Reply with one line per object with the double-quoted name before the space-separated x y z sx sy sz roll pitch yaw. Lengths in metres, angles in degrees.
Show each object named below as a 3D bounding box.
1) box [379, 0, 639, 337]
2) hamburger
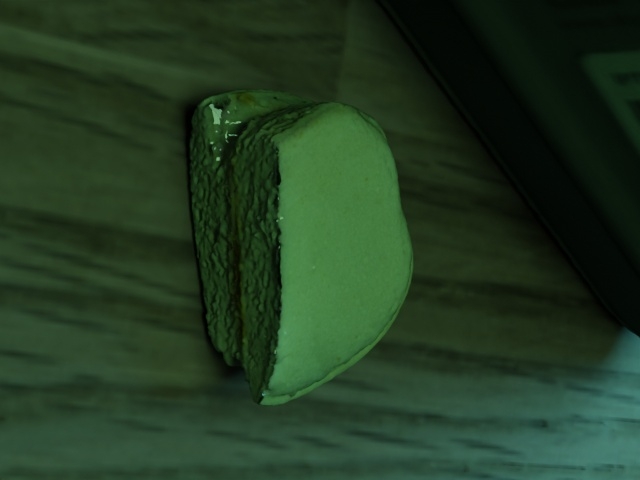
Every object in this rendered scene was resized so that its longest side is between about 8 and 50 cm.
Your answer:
"box" 0.205 -0.080 0.549 0.396 0.396 0.111 48 61 -32
"hamburger" -0.002 -0.001 0.610 0.084 0.054 0.121 -12 105 -43
